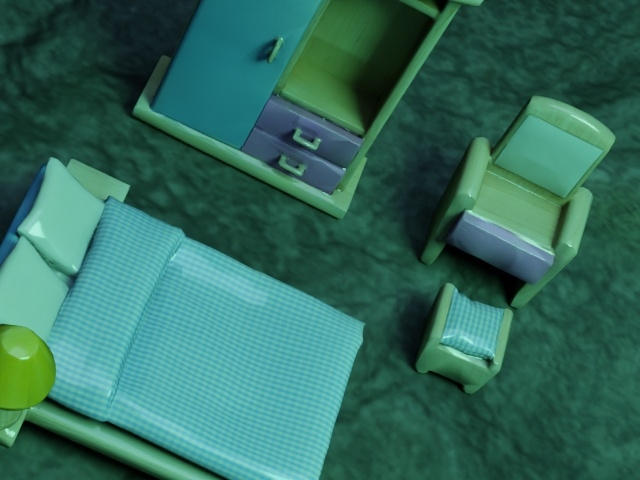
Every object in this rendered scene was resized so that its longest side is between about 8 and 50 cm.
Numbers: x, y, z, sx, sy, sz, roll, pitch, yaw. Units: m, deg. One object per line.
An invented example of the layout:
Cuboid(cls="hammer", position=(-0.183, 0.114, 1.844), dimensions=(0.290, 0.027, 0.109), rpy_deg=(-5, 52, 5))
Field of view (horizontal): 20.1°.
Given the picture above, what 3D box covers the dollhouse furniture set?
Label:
Cuboid(cls="dollhouse furniture set", position=(0.000, 0.000, 0.901), dimensions=(0.286, 0.198, 0.303), rpy_deg=(26, 50, -6))
